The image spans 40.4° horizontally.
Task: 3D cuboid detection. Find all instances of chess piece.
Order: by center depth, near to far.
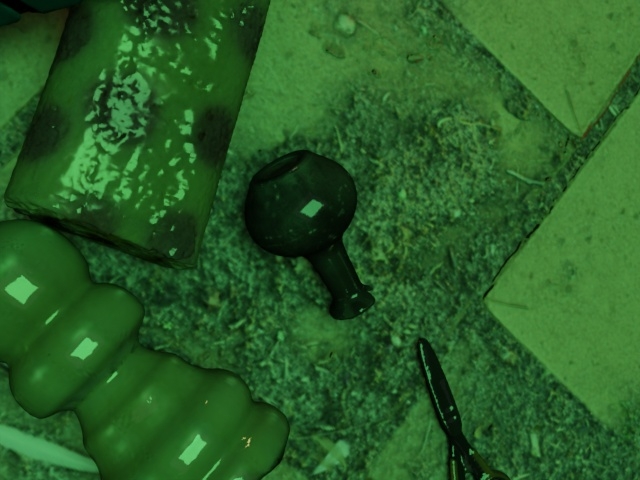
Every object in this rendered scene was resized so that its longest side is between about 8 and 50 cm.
[{"bbox_3d":[-0.201,0.120,0.792,0.330,0.182,0.182,45,73,-5],"label":"chess piece"}]

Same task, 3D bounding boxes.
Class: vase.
[{"bbox_3d":[0.000,0.000,0.902,0.120,0.120,0.183,-37,111,-18],"label":"vase"}]

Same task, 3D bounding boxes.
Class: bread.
[{"bbox_3d":[-0.161,-0.158,0.829,0.187,0.155,0.339,19,79,-21],"label":"bread"}]

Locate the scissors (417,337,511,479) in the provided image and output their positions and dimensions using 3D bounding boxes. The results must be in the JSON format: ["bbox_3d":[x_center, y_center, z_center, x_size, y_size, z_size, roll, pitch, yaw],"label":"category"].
[{"bbox_3d":[0.150,0.214,0.981,0.088,0.017,0.220,-21,93,-16],"label":"scissors"}]

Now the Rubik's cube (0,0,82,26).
[{"bbox_3d":[-0.275,-0.358,0.670,0.283,0.288,0.294,-10,77,22],"label":"Rubik's cube"}]
